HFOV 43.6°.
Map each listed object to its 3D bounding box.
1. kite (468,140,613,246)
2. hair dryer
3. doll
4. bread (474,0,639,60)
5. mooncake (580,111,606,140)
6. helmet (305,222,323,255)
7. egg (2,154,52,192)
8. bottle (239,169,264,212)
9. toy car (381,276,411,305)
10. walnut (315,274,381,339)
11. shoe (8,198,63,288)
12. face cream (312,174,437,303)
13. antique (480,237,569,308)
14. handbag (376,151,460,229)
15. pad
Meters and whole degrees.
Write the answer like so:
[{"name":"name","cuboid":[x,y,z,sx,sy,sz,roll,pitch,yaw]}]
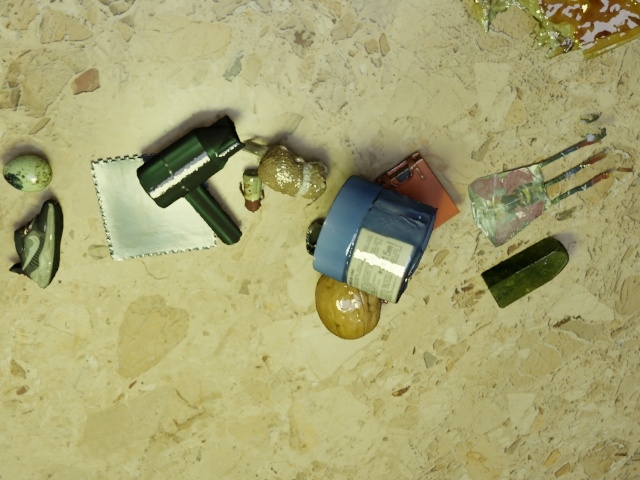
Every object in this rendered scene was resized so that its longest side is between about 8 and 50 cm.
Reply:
[{"name":"kite","cuboid":[0.550,-0.127,2.012,0.361,0.022,0.204,-24,116,9]},{"name":"hair dryer","cuboid":[-0.241,-0.122,1.869,0.244,0.116,0.302,-31,126,8]},{"name":"doll","cuboid":[-0.082,-0.166,1.862,0.221,0.105,0.114,30,82,-19]},{"name":"bread","cuboid":[0.513,-0.550,1.716,0.370,0.191,0.314,-15,123,14]},{"name":"mooncake","cuboid":[0.722,-0.400,1.890,0.150,0.057,0.346,10,108,2]},{"name":"helmet","cuboid":[0.001,-0.001,1.987,0.065,0.049,0.083,10,95,32]},{"name":"egg","cuboid":[-0.664,-0.151,1.812,0.110,0.085,0.085,4,115,-6]},{"name":"bottle","cuboid":[-0.162,-0.115,1.913,0.047,0.063,0.101,-18,124,-32]},{"name":"toy car","cuboid":[0.190,0.110,2.072,0.059,0.035,0.122,38,107,-18]},{"name":"walnut","cuboid":[0.070,0.149,2.009,0.168,0.167,0.207,-12,114,-1]},{"name":"shoe","cuboid":[-0.672,0.006,1.885,0.112,0.099,0.227,11,115,-4]},{"name":"face cream","cuboid":[0.130,0.000,1.858,0.225,0.249,0.248,24,112,10]},{"name":"antique","cuboid":[0.537,0.079,2.074,0.221,0.081,0.080,-30,116,8]},{"name":"handbag","cuboid":[0.239,-0.110,1.961,0.127,0.062,0.190,-35,118,10]},{"name":"pad","cuboid":[-0.395,-0.083,1.920,0.269,0.012,0.269,-6,116,-4]}]
